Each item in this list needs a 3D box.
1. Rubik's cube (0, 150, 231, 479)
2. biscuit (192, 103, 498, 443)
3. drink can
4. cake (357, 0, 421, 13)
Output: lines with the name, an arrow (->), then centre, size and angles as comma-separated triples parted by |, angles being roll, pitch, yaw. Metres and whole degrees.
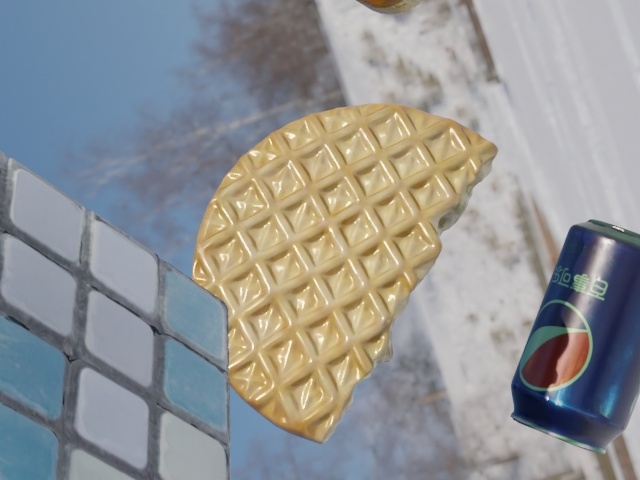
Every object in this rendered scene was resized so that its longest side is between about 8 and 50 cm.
Rubik's cube -> -0.223, 0.125, 0.894 | 0.259, 0.253, 0.256 | 36, -150, -34
biscuit -> 0.000, 0.000, 1.295 | 0.309, 0.204, 0.040 | -58, -14, -17
drink can -> 0.256, 0.089, 1.431 | 0.118, 0.118, 0.205 | 17, -87, -77
cake -> 0.054, -0.226, 1.250 | 0.044, 0.084, 0.084 | 25, -133, -67
